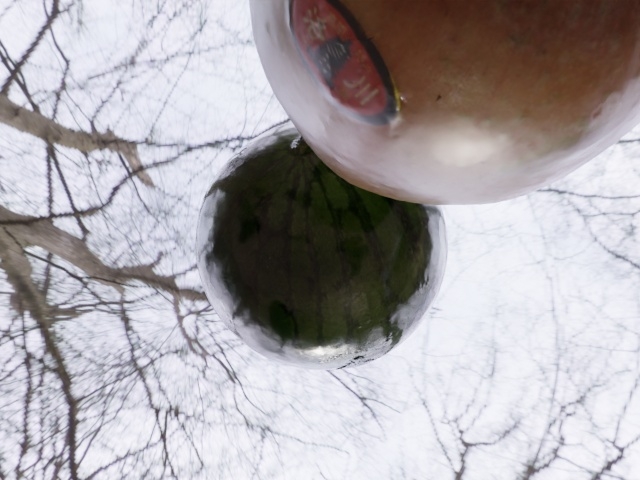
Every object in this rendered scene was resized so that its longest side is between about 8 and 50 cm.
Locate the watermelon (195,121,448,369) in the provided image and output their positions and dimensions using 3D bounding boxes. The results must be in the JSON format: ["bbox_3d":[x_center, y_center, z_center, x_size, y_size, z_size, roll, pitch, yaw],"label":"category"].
[{"bbox_3d":[0.001,0.004,0.991,0.242,0.242,0.242,1,-94,-7],"label":"watermelon"}]

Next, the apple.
[{"bbox_3d":[0.097,-0.182,0.759,0.339,0.305,0.338,11,-122,-17],"label":"apple"}]
